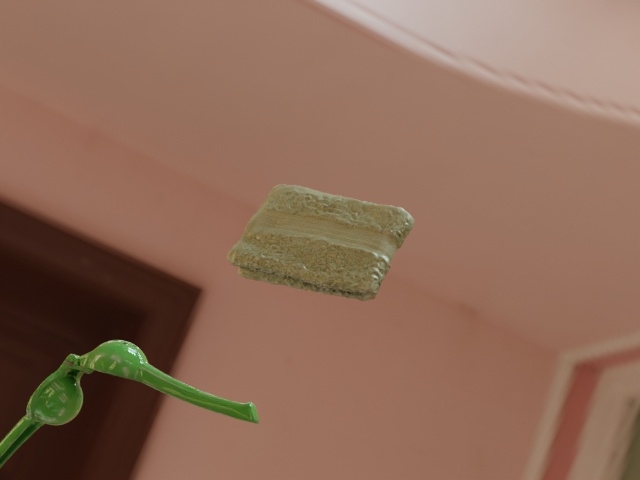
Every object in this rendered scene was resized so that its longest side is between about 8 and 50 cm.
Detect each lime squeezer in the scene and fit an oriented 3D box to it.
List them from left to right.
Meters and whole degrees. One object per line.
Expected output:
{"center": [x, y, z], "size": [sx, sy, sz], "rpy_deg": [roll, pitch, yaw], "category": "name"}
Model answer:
{"center": [-0.203, 0.153, 1.671], "size": [0.310, 0.110, 0.059], "rpy_deg": [-20, 178, 17], "category": "lime squeezer"}

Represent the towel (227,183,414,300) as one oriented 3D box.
{"center": [0.000, 0.000, 1.698], "size": [0.027, 0.148, 0.110], "rpy_deg": [76, 35, -48], "category": "towel"}
